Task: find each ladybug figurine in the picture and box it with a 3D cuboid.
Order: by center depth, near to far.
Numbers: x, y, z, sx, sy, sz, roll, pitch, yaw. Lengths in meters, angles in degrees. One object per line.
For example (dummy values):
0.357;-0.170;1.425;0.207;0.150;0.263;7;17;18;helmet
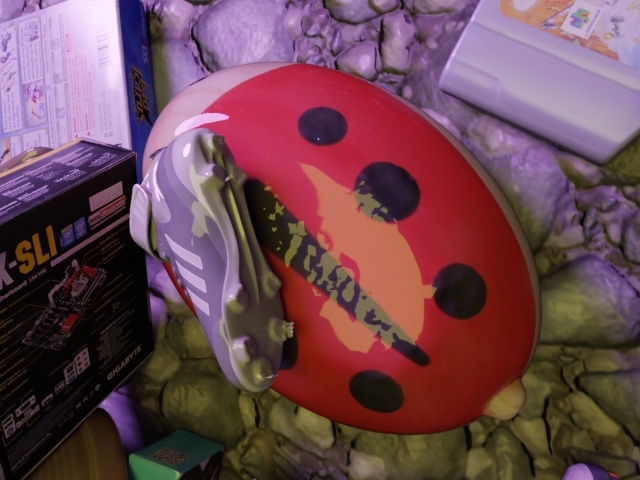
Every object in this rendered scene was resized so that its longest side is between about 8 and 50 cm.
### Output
0.000;0.000;0.554;0.449;0.162;0.305;37;99;17;ladybug figurine

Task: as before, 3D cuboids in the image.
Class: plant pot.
-0.289;0.292;0.612;0.237;0.110;0.237;-20;65;51;plant pot

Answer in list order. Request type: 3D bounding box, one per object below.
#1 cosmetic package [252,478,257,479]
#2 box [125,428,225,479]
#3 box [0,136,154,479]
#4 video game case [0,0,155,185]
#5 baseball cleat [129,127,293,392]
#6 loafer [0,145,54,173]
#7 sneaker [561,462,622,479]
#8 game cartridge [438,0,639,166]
-0.018;0.376;0.504;0.129;0.153;0.296;-37;91;-5;cosmetic package
-0.171;0.335;0.631;0.060;0.100;0.244;13;92;18;box
-0.278;0.085;0.523;0.079;0.322;0.257;15;124;19;box
-0.317;-0.139;0.726;0.244;0.061;0.269;-8;85;19;video game case
-0.090;0.020;0.472;0.109;0.072;0.206;-20;76;33;baseball cleat
-0.350;-0.052;0.671;0.148;0.056;0.050;-29;72;17;loafer
0.285;0.331;0.472;0.180;0.124;0.321;-6;96;15;sneaker
0.263;-0.228;0.532;0.198;0.062;0.297;31;97;22;game cartridge
